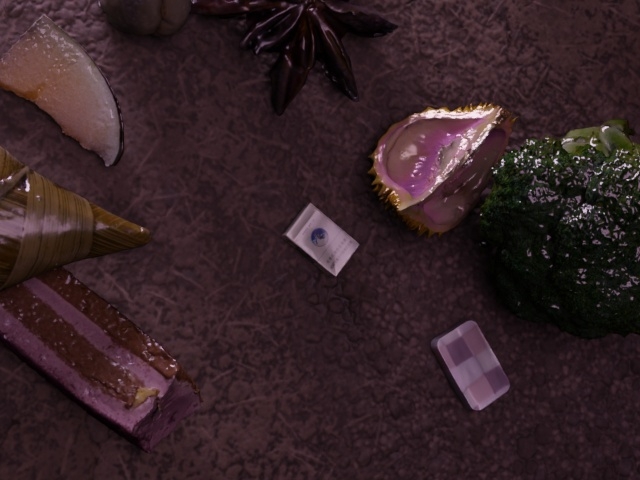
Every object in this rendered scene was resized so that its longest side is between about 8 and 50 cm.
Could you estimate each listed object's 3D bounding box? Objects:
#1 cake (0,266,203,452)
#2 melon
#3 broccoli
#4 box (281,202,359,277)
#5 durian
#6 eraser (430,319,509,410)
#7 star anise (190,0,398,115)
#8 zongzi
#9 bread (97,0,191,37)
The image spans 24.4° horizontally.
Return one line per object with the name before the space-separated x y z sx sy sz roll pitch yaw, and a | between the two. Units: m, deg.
cake | -0.269 0.120 1.697 0.295 0.113 0.116 38 74 2
melon | -0.290 -0.175 1.742 0.182 0.054 0.098 37 82 -10
broccoli | 0.335 -0.020 1.824 0.303 0.321 0.283 11 44 -6
box | 0.000 0.000 1.829 0.083 0.024 0.054 40 77 -11
durian | 0.150 -0.087 1.829 0.165 0.132 0.182 19 76 -23
eraser | 0.189 0.158 1.873 0.065 0.026 0.105 -32 95 -20
star anise | -0.027 -0.289 1.799 0.212 0.129 0.283 -43 107 -10
zongzi | -0.368 0.037 1.647 0.288 0.134 0.286 26 82 -5
bread | -0.202 -0.411 1.724 0.102 0.183 0.337 -6 88 -25
